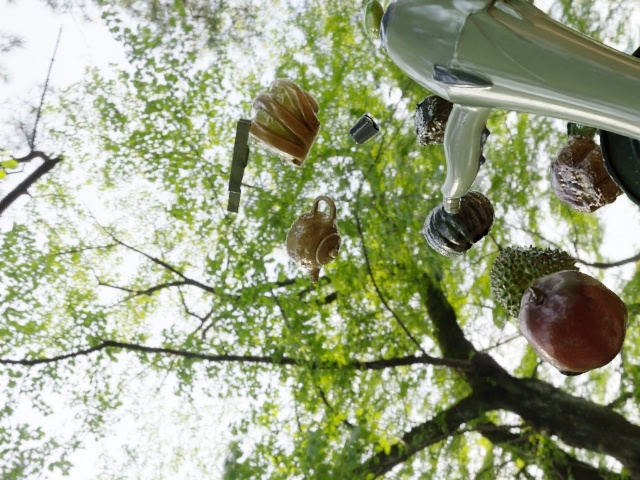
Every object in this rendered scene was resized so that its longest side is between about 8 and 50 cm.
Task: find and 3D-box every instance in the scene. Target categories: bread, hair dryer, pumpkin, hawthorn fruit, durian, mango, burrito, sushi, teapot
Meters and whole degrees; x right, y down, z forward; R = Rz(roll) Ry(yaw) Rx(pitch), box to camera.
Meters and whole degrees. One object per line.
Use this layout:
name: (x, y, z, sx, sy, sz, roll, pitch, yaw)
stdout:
bread: (0.816, -0.200, 1.552, 0.135, 0.232, 0.246, -37, -50, -13)
hair dryer: (0.218, -0.123, 0.527, 0.119, 0.296, 0.298, -45, -51, -22)
pumpkin: (0.408, -0.052, 1.494, 0.162, 0.220, 0.220, 52, -133, 6)
hawthorn fruit: (0.532, 0.163, 1.102, 0.250, 0.215, 0.215, 33, -115, -12)
durian: (0.636, 0.118, 1.513, 0.291, 0.291, 0.224, -48, -32, -35)
bread: (-0.140, -0.413, 1.741, 0.211, 0.316, 0.270, 13, -70, -36)
mango: (0.138, -0.562, 1.290, 0.108, 0.056, 0.073, 56, -134, -69)
burrito: (0.834, -0.340, 1.629, 0.104, 0.054, 0.288, -18, -41, -8)
sushi: (0.349, -0.346, 1.484, 0.212, 0.147, 0.114, 113, 148, -84)
teapot: (0.000, 0.000, 1.715, 0.203, 0.167, 0.311, -12, -55, -48)

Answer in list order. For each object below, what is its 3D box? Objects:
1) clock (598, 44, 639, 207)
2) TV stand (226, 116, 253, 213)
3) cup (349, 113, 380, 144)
clock: (0.685, -0.201, 0.848, 0.076, 0.386, 0.386, -13, -76, -53)
TV stand: (-0.211, -0.192, 1.316, 0.042, 0.036, 0.249, -72, -7, -76)
cup: (0.148, -0.373, 1.709, 0.078, 0.077, 0.100, 50, -153, -4)
